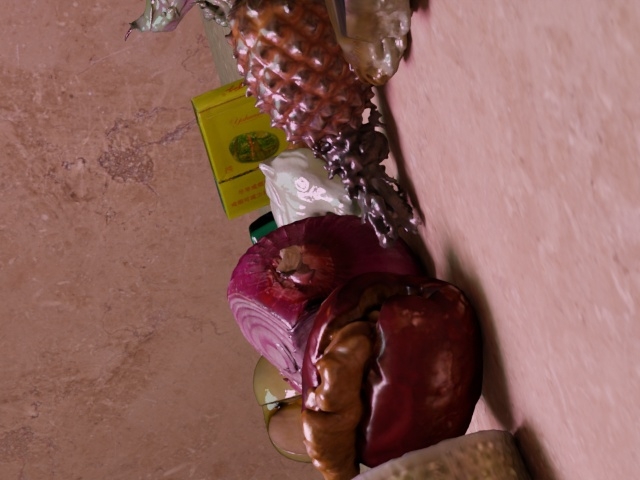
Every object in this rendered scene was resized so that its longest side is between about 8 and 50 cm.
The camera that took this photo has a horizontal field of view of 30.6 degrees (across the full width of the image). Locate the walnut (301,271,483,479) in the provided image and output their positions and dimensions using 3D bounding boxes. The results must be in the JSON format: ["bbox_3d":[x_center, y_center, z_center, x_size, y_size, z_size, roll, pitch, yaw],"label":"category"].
[{"bbox_3d":[0.066,0.161,1.399,0.221,0.243,0.269,38,143,39],"label":"walnut"}]

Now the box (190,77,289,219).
[{"bbox_3d":[-0.137,-0.190,2.360,0.335,0.187,0.047,79,167,-52],"label":"box"}]

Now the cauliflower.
[{"bbox_3d":[-0.274,-0.501,2.287,0.315,0.238,0.256,-51,41,28],"label":"cauliflower"}]

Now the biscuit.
[{"bbox_3d":[0.036,-0.289,1.173,0.329,0.078,0.335,-111,8,-53],"label":"biscuit"}]

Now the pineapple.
[{"bbox_3d":[0.015,-0.153,1.443,0.361,0.175,0.175,63,176,-16],"label":"pineapple"}]

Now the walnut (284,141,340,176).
[{"bbox_3d":[-0.009,-0.124,1.907,0.105,0.105,0.125,81,174,-57],"label":"walnut"}]

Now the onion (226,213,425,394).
[{"bbox_3d":[0.008,0.069,1.607,0.230,0.256,0.273,-124,34,-47],"label":"onion"}]

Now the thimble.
[{"bbox_3d":[0.135,0.343,1.370,0.271,0.270,0.150,86,165,-66],"label":"thimble"}]

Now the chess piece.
[{"bbox_3d":[0.000,0.000,1.835,0.176,0.175,0.298,-127,27,-69],"label":"chess piece"}]

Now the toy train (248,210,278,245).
[{"bbox_3d":[-0.029,0.069,2.176,0.429,0.178,0.249,-119,5,-79],"label":"toy train"}]

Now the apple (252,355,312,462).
[{"bbox_3d":[-0.013,0.339,2.570,0.292,0.254,0.292,164,90,-83],"label":"apple"}]
